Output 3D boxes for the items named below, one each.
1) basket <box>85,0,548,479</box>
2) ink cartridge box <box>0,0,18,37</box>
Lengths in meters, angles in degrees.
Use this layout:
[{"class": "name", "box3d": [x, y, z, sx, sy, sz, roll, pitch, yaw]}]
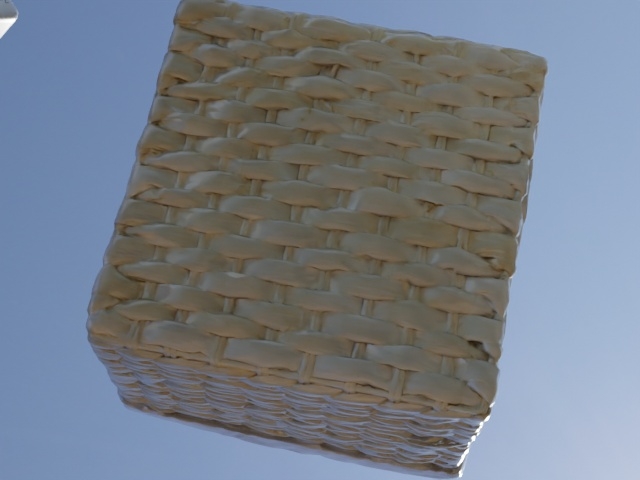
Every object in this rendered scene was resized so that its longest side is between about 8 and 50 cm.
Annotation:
[{"class": "basket", "box3d": [0.000, 0.000, 0.947, 0.331, 0.266, 0.328, 11, -109, 5]}, {"class": "ink cartridge box", "box3d": [-0.388, -0.235, 0.759, 0.261, 0.066, 0.296, 55, -153, 6]}]
